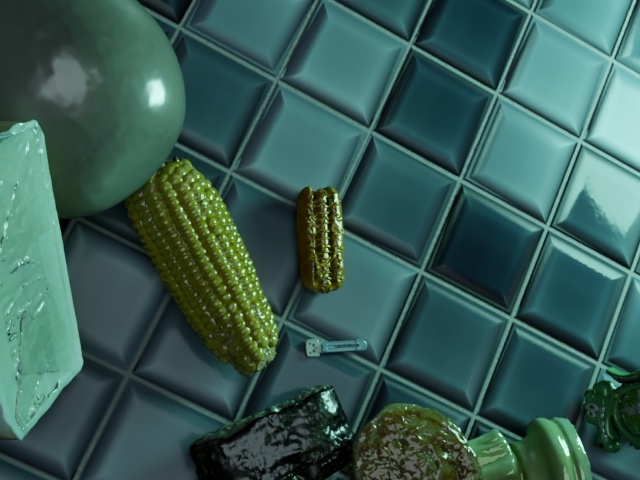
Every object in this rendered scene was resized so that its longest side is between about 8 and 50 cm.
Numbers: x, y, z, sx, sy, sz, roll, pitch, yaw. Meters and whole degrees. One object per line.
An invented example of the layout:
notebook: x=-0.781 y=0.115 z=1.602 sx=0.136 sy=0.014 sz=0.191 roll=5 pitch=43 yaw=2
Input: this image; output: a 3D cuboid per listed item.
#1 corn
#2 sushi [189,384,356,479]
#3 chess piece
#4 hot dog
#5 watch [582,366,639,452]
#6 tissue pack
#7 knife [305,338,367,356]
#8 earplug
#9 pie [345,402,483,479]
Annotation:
corn: x=-0.165 y=0.028 z=1.272 sx=0.130 sy=0.130 sz=0.346 roll=-27 pitch=87 yaw=-18
sushi: x=-0.060 y=0.290 z=1.254 sx=0.225 sy=0.124 sz=0.127 roll=-20 pitch=83 yaw=-20
chess piece: x=0.230 y=0.359 z=1.323 sx=0.298 sy=0.176 sz=0.175 roll=-7 pitch=82 yaw=-3
hot dog: x=0.000 y=0.000 z=1.365 sx=0.071 sy=0.045 sz=0.165 roll=0 pitch=79 yaw=-17
watch: x=0.517 y=0.258 z=1.425 sx=0.152 sy=0.165 sz=0.131 roll=2 pitch=77 yaw=-40
tissue pack: x=-0.500 y=0.033 z=1.005 sx=0.405 sy=0.205 sz=0.331 roll=3 pitch=114 yaw=13
knife: x=0.024 y=0.158 z=1.361 sx=0.096 sy=0.010 sz=0.027 roll=-2 pitch=81 yaw=-16
earplug: x=-0.359 y=-0.219 z=1.147 sx=0.394 sy=0.312 sz=0.312 roll=45 pitch=72 yaw=4
pie: x=0.131 y=0.313 z=1.242 sx=0.163 sy=0.079 sz=0.193 roll=-37 pitch=90 yaw=-4
